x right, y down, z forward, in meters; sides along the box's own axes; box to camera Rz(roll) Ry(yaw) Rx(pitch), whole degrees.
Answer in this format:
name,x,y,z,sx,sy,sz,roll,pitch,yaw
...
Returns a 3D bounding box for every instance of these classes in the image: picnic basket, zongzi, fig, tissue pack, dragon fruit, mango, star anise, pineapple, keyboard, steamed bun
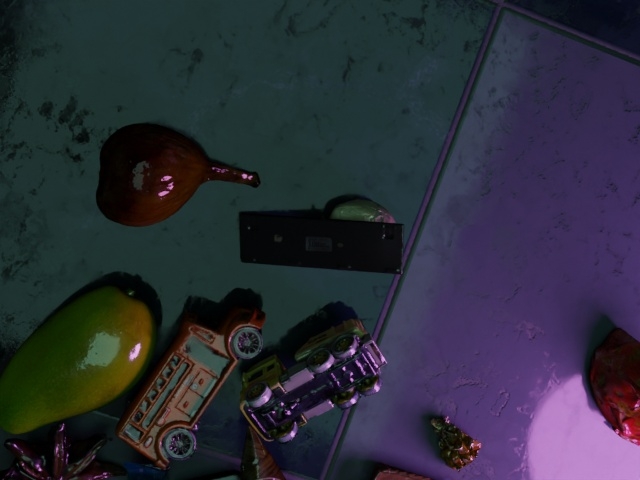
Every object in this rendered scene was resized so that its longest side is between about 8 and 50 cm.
name,x,y,z,sx,sy,sz,roll,pitch,yaw
picnic basket,0.181,0.511,1.802,0.193,0.055,0.110,20,94,-8
zongzi,-0.101,0.441,1.725,0.084,0.187,0.184,-10,78,9
fig,-0.270,-0.124,1.643,0.290,0.191,0.190,-13,102,-46
tissue pack,-0.324,0.442,1.704,0.085,0.138,0.028,5,59,-6
dragon fruit,0.631,0.316,1.756,0.134,0.211,0.262,-35,94,-8
mango,-0.445,0.227,1.644,0.343,0.156,0.192,-38,88,3
star anise,-0.505,0.434,1.704,0.272,0.102,0.272,-13,122,-21
pineapple,0.267,0.389,1.799,0.114,0.114,0.077,49,53,6
keyboard,0.000,0.000,1.663,0.317,0.027,0.106,5,102,18
steamed bun,0.081,-0.021,1.696,0.130,0.091,0.112,15,100,16

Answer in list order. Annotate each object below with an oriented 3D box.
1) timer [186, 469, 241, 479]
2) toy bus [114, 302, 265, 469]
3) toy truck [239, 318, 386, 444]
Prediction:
name,x,y,z,sx,sy,sz,roll,pitch,yaw
timer,-0.204,0.550,1.768,0.144,0.055,0.187,-11,95,-7
toy bus,-0.233,0.245,1.670,0.153,0.143,0.329,35,91,-6
toy truck,-0.017,0.246,1.698,0.272,0.157,0.124,-29,116,6
